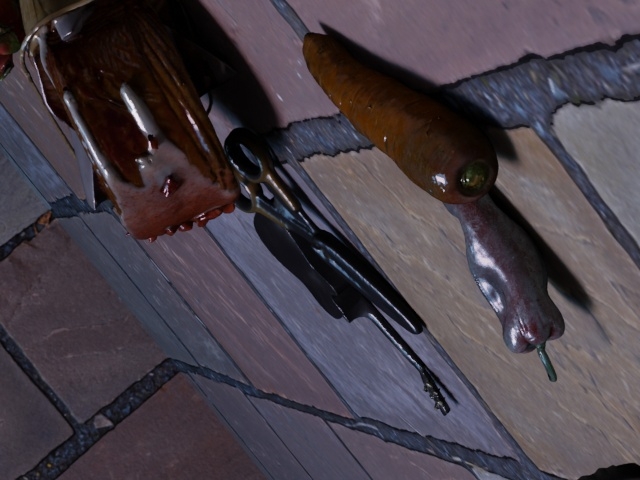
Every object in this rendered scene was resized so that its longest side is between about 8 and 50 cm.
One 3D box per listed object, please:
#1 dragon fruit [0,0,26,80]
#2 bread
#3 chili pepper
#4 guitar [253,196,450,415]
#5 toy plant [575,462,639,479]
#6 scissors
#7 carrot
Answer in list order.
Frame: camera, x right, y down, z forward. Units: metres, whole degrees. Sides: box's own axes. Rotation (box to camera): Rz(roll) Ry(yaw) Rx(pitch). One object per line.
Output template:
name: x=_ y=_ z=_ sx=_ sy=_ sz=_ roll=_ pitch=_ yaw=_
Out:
dragon fruit: x=-0.383 y=-0.241 z=1.921 sx=0.137 sy=0.135 sz=0.236 roll=52 pitch=-172 yaw=-39
bread: x=-0.136 y=-0.110 z=1.385 sx=0.212 sy=0.142 sz=0.224 roll=61 pitch=175 yaw=26
chili pepper: x=0.104 y=0.011 z=1.061 sx=0.153 sy=0.041 sz=0.050 roll=65 pitch=150 yaw=7
guitar: x=0.028 y=0.057 z=1.532 sx=0.233 sy=0.025 sz=0.088 roll=49 pitch=164 yaw=7
toy plant: x=0.240 y=0.319 z=1.098 sx=0.332 sy=0.247 sz=0.247 roll=38 pitch=164 yaw=32
scissors: x=0.000 y=0.000 z=1.452 sx=0.220 sy=0.017 sz=0.088 roll=42 pitch=147 yaw=15
carrot: x=0.040 y=-0.074 z=1.042 sx=0.191 sy=0.047 sz=0.047 roll=45 pitch=169 yaw=52
